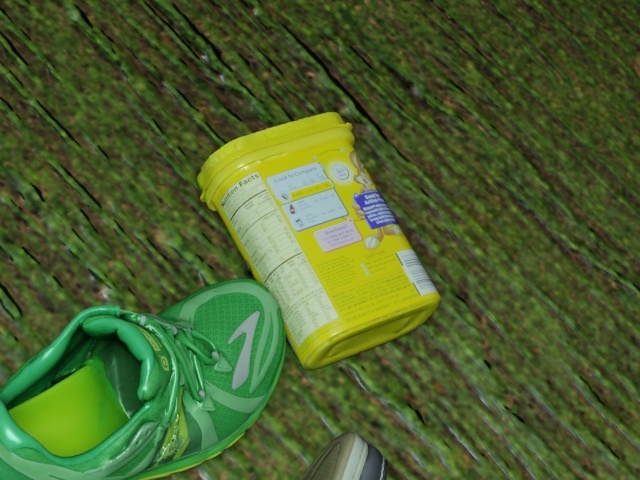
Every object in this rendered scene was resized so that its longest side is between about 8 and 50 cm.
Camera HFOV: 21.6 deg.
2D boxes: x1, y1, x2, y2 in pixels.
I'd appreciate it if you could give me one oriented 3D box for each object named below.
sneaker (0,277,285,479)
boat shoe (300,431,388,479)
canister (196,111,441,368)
[{"bbox_3d":[-0.115,0.098,1.103,0.109,0.123,0.295,46,44,12],"label":"sneaker"},{"bbox_3d":[0.004,0.264,1.076,0.092,0.103,0.285,24,57,-13],"label":"boat shoe"},{"bbox_3d":[0.000,0.000,1.255,0.126,0.073,0.170,-18,69,-30],"label":"canister"}]
